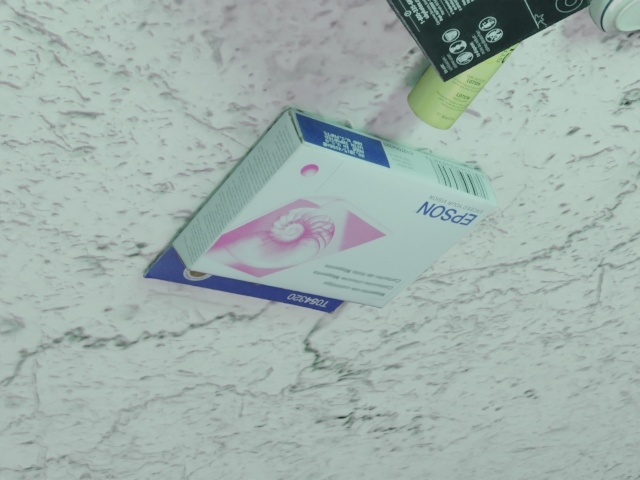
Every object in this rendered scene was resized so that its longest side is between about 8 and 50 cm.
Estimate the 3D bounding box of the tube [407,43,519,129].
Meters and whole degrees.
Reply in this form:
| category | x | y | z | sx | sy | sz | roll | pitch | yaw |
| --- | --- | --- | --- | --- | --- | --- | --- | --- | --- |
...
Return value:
| category | x | y | z | sx | sy | sz | roll | pitch | yaw |
| --- | --- | --- | --- | --- | --- | --- | --- | --- | --- |
| tube | 0.182 | -0.222 | 1.252 | 0.240 | 0.062 | 0.070 | -52 | 174 | 33 |

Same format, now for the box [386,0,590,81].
| category | x | y | z | sx | sy | sz | roll | pitch | yaw |
| --- | --- | --- | --- | --- | --- | --- | --- | --- | --- |
| box | 0.113 | -0.289 | 1.049 | 0.163 | 0.142 | 0.247 | -27 | 144 | 14 |

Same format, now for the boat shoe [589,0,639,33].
| category | x | y | z | sx | sy | sz | roll | pitch | yaw |
| --- | --- | --- | --- | --- | --- | --- | --- | --- | --- |
| boat shoe | 0.425 | -0.279 | 1.254 | 0.267 | 0.088 | 0.096 | -22 | 146 | 4 |

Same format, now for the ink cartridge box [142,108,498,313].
| category | x | y | z | sx | sy | sz | roll | pitch | yaw |
| --- | --- | --- | --- | --- | --- | --- | --- | --- | --- |
| ink cartridge box | 0.000 | 0.000 | 1.469 | 0.324 | 0.071 | 0.330 | 13 | 134 | -38 |
